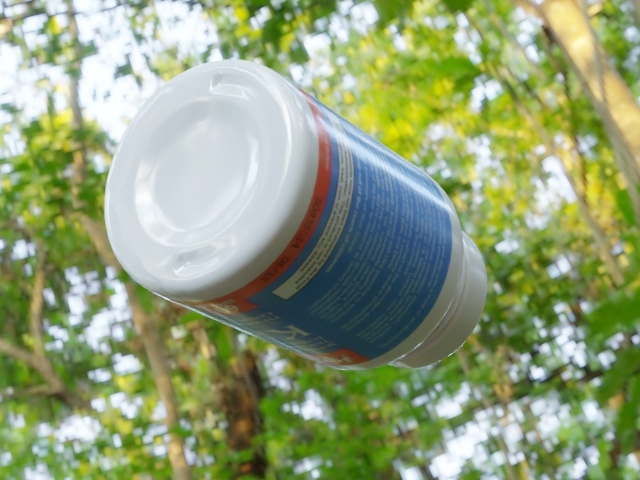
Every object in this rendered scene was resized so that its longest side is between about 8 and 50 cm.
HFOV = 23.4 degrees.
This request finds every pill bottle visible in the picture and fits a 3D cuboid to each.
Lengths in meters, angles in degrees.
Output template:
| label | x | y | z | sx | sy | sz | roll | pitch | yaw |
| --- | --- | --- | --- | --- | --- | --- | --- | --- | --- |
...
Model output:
| label | x | y | z | sx | sy | sz | roll | pitch | yaw |
| --- | --- | --- | --- | --- | --- | --- | --- | --- | --- |
| pill bottle | 0.000 | 0.000 | 0.818 | 0.124 | 0.124 | 0.221 | -38 | -35 | 18 |
